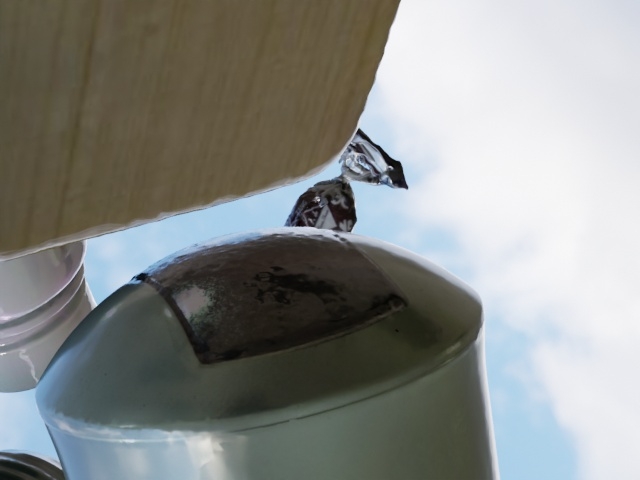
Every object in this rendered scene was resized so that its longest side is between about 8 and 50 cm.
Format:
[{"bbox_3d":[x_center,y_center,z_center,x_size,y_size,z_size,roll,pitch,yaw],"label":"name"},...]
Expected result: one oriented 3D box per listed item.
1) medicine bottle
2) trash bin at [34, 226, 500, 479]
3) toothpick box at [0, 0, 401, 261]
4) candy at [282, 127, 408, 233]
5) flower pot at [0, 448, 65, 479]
[{"bbox_3d":[-0.296,-0.018,1.349,0.170,0.170,0.293,-70,-29,-48],"label":"medicine bottle"},{"bbox_3d":[-0.009,0.205,0.990,0.280,0.280,0.432,-30,-68,-55],"label":"trash bin"},{"bbox_3d":[-0.118,-0.154,0.457,0.190,0.187,0.308,-15,-132,-37],"label":"toothpick box"},{"bbox_3d":[0.000,0.000,1.402,0.094,0.226,0.051,22,-157,-12],"label":"candy"},{"bbox_3d":[-0.292,0.295,1.389,0.243,0.157,0.189,-57,-38,-50],"label":"flower pot"}]
